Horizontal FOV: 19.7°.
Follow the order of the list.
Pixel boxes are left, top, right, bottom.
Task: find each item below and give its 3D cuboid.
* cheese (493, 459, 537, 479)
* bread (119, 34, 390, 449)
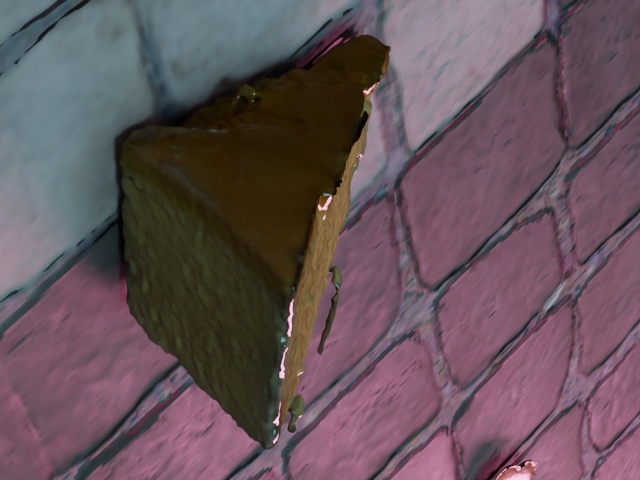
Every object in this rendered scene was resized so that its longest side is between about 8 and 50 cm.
[{"bbox_3d":[0.072,0.150,0.863,0.047,0.017,0.111,-9,126,-54],"label":"cheese"},{"bbox_3d":[0.000,0.000,0.558,0.109,0.080,0.084,-27,141,-35],"label":"bread"}]
